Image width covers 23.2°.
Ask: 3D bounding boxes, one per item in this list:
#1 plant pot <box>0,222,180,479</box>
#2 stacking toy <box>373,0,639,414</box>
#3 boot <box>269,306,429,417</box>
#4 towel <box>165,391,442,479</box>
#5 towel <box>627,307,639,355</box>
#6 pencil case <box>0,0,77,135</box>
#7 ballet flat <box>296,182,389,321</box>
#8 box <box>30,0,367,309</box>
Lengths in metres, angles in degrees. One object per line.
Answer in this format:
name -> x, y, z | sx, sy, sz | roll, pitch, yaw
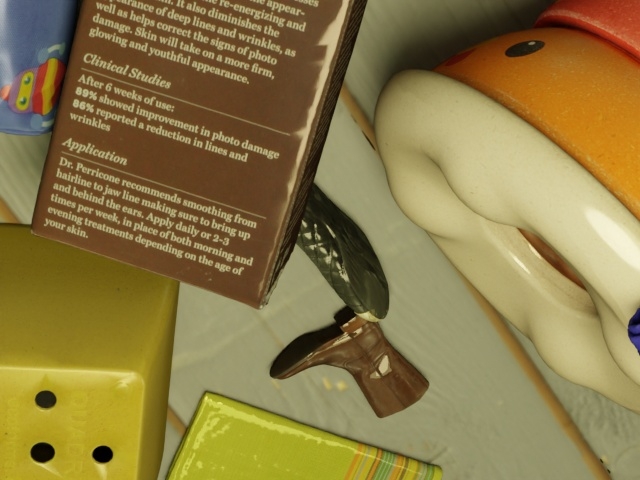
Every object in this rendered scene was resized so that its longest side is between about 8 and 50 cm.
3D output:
plant pot -> -0.219, 0.121, 1.236 | 0.212, 0.187, 0.212 | 4, 112, -9
stacking toy -> 0.308, -0.128, 1.195 | 0.480, 0.350, 0.351 | -45, 113, -10
boot -> 0.027, 0.122, 1.358 | 0.106, 0.037, 0.114 | -33, 118, 9
towel -> -0.013, 0.213, 1.399 | 0.237, 0.021, 0.102 | 21, 103, -15
towel -> 0.368, 0.114, 0.985 | 0.227, 0.076, 0.308 | -34, 107, 15
pencil case -> -0.234, -0.226, 1.123 | 0.119, 0.133, 0.306 | -12, 120, -42
ballet flat -> 0.000, 0.000, 1.298 | 0.049, 0.057, 0.173 | -25, 112, 37
box -> -0.070, -0.165, 1.142 | 0.191, 0.143, 0.381 | 19, 112, 3
